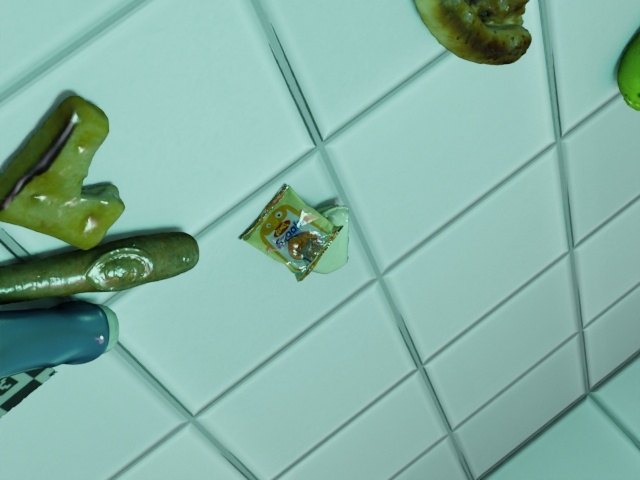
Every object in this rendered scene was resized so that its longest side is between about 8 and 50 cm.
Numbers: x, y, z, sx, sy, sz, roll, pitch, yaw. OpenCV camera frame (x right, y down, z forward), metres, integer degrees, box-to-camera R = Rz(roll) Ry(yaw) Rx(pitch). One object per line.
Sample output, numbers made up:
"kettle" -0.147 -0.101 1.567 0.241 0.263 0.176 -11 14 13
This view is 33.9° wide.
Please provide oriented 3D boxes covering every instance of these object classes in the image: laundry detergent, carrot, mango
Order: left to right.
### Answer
"laundry detergent" -0.350 0.117 1.290 0.143 0.094 0.290 -14 176 28
"carrot" -0.303 0.040 1.310 0.342 0.070 0.070 -11 137 -36
"mango" 0.564 -0.296 1.742 0.100 0.119 0.178 6 129 -26

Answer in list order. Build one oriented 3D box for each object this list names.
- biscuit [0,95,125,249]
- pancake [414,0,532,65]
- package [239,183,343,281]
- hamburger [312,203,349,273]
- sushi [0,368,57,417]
"biscuit" -0.283 -0.070 1.226 0.174 0.039 0.183 -48 147 7
"pancake" 0.251 -0.350 1.420 0.244 0.057 0.266 -46 146 6
"package" -0.039 -0.009 1.513 0.121 0.031 0.108 36 103 -19
"hamburger" -0.002 -0.002 1.579 0.084 0.054 0.121 -17 138 -25
"sushi" -0.542 0.239 1.302 0.359 0.064 0.343 -40 147 -3
